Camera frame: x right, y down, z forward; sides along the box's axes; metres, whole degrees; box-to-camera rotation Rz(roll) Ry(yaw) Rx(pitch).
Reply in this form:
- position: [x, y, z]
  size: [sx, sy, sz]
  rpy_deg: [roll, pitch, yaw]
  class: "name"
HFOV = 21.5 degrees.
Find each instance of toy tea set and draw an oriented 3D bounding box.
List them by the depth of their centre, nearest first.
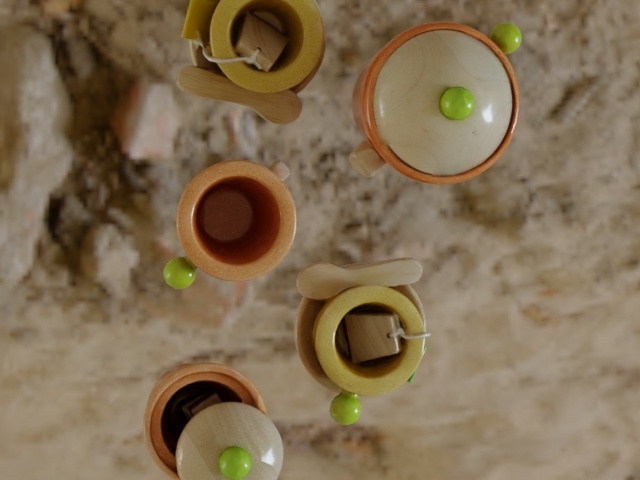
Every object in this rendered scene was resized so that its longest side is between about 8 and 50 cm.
- position: [0.000, 0.000, 1.001]
  size: [0.200, 0.336, 0.124]
  rpy_deg: [10, -178, -13]
  class: "toy tea set"
